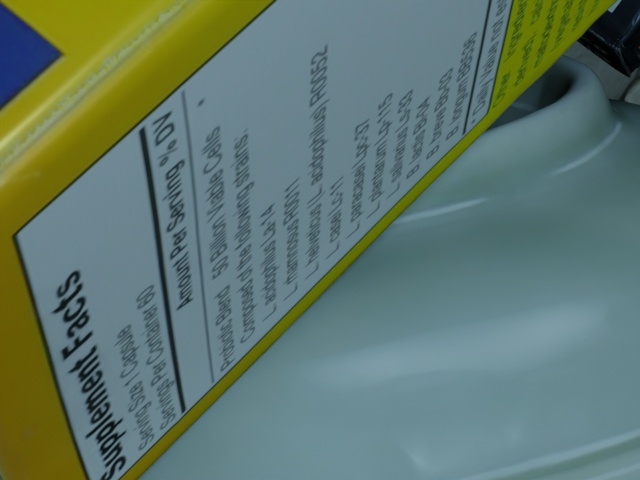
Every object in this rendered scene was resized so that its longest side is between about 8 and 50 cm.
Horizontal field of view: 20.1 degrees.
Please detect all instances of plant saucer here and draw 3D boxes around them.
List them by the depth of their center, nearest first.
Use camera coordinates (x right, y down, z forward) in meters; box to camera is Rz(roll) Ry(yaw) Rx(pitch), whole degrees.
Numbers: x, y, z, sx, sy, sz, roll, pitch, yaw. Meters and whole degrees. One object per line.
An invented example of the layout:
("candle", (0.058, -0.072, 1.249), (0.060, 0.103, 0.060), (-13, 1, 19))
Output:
("plant saucer", (0.000, 0.000, 0.650), (0.400, 0.401, 0.100), (-29, 115, -50))

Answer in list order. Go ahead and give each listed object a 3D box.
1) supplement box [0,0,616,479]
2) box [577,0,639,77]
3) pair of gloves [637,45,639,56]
("supplement box", (-0.025, -0.126, 0.469), (0.356, 0.195, 0.194), (-44, 162, -20))
("box", (0.118, -0.203, 0.696), (0.220, 0.175, 0.051), (-52, 163, 6))
("pair of gloves", (0.172, -0.125, 0.629), (0.198, 0.023, 0.159), (-56, 170, 24))
